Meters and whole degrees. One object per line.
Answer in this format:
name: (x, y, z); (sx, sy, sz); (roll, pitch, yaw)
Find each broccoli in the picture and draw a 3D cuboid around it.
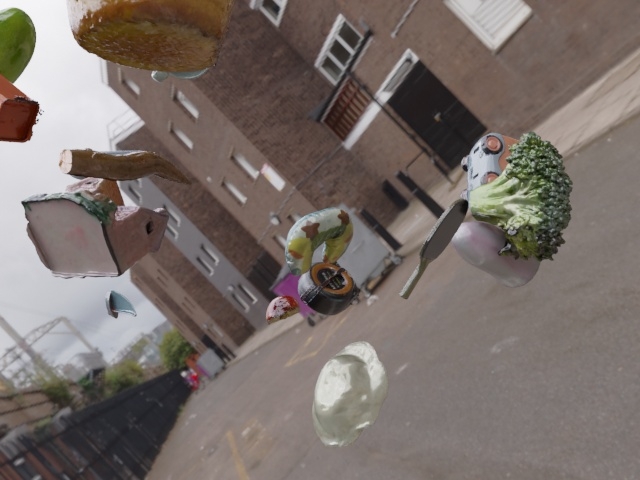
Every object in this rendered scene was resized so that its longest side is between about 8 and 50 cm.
broccoli: (0.575, -0.113, 1.500); (0.324, 0.334, 0.272); (8, -13, -32)

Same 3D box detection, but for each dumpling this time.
dumpling: (0.066, 0.351, 1.251); (0.162, 0.132, 0.250); (13, 77, 43)

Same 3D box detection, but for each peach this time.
peach: (-0.101, 0.173, 1.418); (0.098, 0.061, 0.098); (-23, -18, -8)

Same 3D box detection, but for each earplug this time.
earplug: (0.495, 0.025, 1.633); (0.172, 0.301, 0.172); (-25, 56, 44)

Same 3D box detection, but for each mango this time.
mango: (-0.965, -0.579, 1.638); (0.156, 0.192, 0.343); (-31, 38, 41)

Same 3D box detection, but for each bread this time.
bread: (-0.288, -0.401, 0.942); (0.312, 0.172, 0.312); (-1, -3, 0)

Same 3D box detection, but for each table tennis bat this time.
table tennis bat: (0.241, 0.019, 1.172); (0.246, 0.022, 0.138); (-59, -27, 13)

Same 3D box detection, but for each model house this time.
model house: (-0.501, -0.053, 1.282); (0.237, 0.202, 0.237); (-3, 25, 26)

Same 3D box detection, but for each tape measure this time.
tape measure: (0.024, 0.173, 2.007); (0.223, 0.202, 0.135); (-9, -41, -41)

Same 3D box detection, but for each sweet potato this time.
sweet potato: (-0.379, -0.152, 1.119); (0.281, 0.067, 0.059); (-8, -43, -52)

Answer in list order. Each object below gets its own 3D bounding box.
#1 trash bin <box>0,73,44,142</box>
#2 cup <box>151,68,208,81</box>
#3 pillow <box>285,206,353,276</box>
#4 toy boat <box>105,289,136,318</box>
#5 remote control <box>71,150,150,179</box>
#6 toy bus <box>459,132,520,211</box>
trash bin: (-0.826, -0.347, 1.372); (0.161, 0.238, 0.184); (-61, -11, 15)
cup: (-0.479, -0.653, 1.851); (0.258, 0.186, 0.234); (-40, 39, 22)
pillow: (0.000, 0.000, 1.657); (0.233, 0.086, 0.214); (-19, -46, -31)
toy boat: (-0.597, 0.197, 1.672); (0.122, 0.096, 0.034); (2, 17, 29)
remote control: (-0.580, -0.213, 1.541); (0.244, 0.087, 0.047); (-8, -35, -33)
toy bus: (0.625, -0.224, 1.919); (0.194, 0.232, 0.288); (131, 144, -70)
